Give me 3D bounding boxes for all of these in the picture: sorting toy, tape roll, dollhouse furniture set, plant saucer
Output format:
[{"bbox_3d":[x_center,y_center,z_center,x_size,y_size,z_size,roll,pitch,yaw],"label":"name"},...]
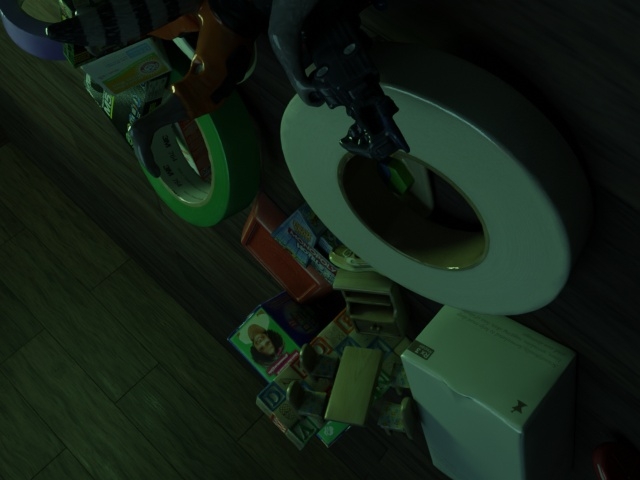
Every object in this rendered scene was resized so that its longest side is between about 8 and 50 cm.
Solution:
[{"bbox_3d":[0.063,-0.135,0.863,0.193,0.038,0.208,31,152,36],"label":"sorting toy"},{"bbox_3d":[-0.242,-0.185,1.165,0.321,0.077,0.322,30,136,34],"label":"tape roll"},{"bbox_3d":[0.069,0.194,1.099,0.212,0.242,0.161,3,143,23],"label":"dollhouse furniture set"},{"bbox_3d":[0.125,-0.059,0.765,0.391,0.072,0.392,31,156,16],"label":"tape roll"},{"bbox_3d":[-0.079,0.037,1.403,0.258,0.047,0.259,47,159,2],"label":"plant saucer"},{"bbox_3d":[-0.493,-0.436,1.165,0.189,0.189,0.080,48,158,-2],"label":"tape roll"}]

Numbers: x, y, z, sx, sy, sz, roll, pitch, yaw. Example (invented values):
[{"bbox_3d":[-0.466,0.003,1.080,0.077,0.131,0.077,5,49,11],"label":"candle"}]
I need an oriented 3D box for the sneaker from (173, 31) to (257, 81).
[{"bbox_3d":[-0.188,-0.331,0.921,0.290,0.105,0.123,55,163,9],"label":"sneaker"}]

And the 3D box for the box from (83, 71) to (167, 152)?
[{"bbox_3d":[-0.351,-0.284,1.119,0.184,0.045,0.191,50,142,12],"label":"box"}]

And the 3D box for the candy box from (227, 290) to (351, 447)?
[{"bbox_3d":[-0.024,0.273,1.442,0.317,0.122,0.268,44,-168,7],"label":"candy box"}]

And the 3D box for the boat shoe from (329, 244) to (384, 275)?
[{"bbox_3d":[0.083,0.025,1.056,0.152,0.056,0.048,14,129,31],"label":"boat shoe"}]

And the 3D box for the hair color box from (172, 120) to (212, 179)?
[{"bbox_3d":[-0.287,-0.217,1.341,0.093,0.053,0.167,31,151,32],"label":"hair color box"}]

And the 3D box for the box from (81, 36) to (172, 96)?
[{"bbox_3d":[-0.327,-0.350,0.986,0.103,0.114,0.203,54,-166,-76],"label":"box"}]

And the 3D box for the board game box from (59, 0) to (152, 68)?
[{"bbox_3d":[-0.180,-0.291,0.747,0.030,0.259,0.136,57,158,1],"label":"board game box"}]

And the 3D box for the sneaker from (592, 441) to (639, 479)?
[{"bbox_3d":[0.453,0.392,0.983,0.221,0.087,0.128,54,156,-14],"label":"sneaker"}]

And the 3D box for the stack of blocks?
[{"bbox_3d":[0.037,0.272,1.251,0.171,0.297,0.087,43,157,12],"label":"stack of blocks"}]

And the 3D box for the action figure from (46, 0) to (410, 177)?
[{"bbox_3d":[-0.056,-0.202,0.584,0.341,0.330,0.178,59,-177,38],"label":"action figure"}]

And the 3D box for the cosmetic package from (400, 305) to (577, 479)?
[{"bbox_3d":[0.283,0.289,1.030,0.217,0.156,0.385,29,151,37],"label":"cosmetic package"}]

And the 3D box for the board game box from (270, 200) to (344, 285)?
[{"bbox_3d":[0.000,0.000,1.177,0.194,0.060,0.194,43,158,10],"label":"board game box"}]
